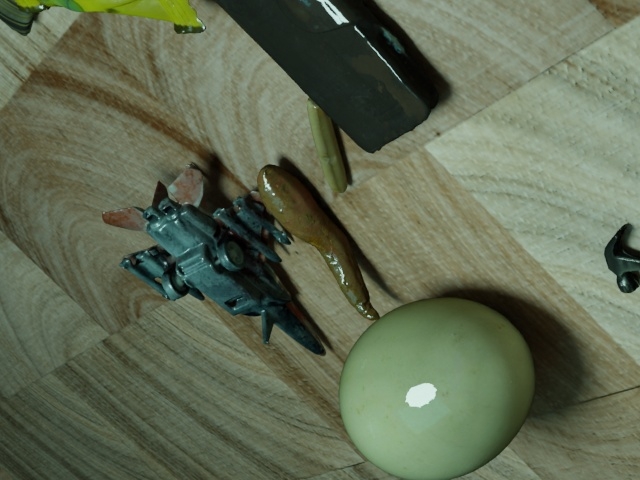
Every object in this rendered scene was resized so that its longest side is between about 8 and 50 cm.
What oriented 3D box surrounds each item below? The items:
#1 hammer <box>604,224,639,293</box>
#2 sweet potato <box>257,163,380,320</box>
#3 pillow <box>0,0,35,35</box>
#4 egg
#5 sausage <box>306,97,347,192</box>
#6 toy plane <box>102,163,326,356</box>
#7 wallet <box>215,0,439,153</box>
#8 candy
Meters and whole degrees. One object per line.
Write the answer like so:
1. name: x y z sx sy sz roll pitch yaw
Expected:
1. hammer: 0.335 0.029 1.517 0.201 0.021 0.078 11 141 44
2. sweet potato: 0.000 0.000 1.872 0.214 0.050 0.050 51 151 -18
3. pillow: -0.339 -0.302 1.870 0.113 0.038 0.203 37 151 -7
4. egg: 0.124 0.153 1.793 0.188 0.188 0.254 45 148 -9
5. sausage: 0.007 -0.095 1.751 0.024 0.024 0.132 23 147 31
6. toy plane: -0.098 0.046 2.014 0.223 0.104 0.326 -26 118 31
7. wallet: -0.026 -0.211 1.600 0.309 0.042 0.165 46 156 -9
8. candy: -0.258 -0.283 1.719 0.297 0.081 0.187 7 143 42
